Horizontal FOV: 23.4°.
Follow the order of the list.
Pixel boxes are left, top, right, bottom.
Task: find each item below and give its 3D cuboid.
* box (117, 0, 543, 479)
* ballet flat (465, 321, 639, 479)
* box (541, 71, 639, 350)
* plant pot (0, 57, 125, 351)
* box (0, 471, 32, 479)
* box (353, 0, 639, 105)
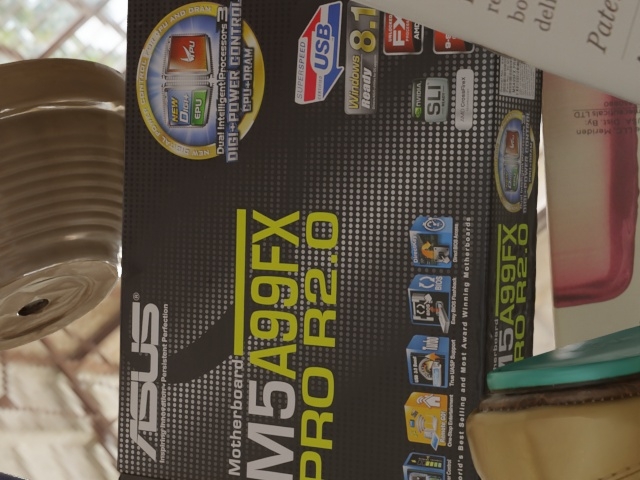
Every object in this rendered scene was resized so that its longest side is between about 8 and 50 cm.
[{"bbox_3d":[0.000,0.000,0.783,0.216,0.270,0.060,4,-177,31],"label":"box"},{"bbox_3d":[0.114,0.046,0.429,0.232,0.080,0.073,-16,-87,-49],"label":"ballet flat"},{"bbox_3d":[0.210,-0.050,1.018,0.148,0.127,0.232,-73,-21,-64],"label":"box"},{"bbox_3d":[-0.202,-0.003,0.973,0.110,0.237,0.237,63,-168,19],"label":"plant pot"},{"bbox_3d":[-0.286,0.182,0.976,0.225,0.136,0.036,35,-159,-55],"label":"box"},{"bbox_3d":[0.107,-0.153,0.416,0.119,0.182,0.181,23,-146,18],"label":"box"}]
